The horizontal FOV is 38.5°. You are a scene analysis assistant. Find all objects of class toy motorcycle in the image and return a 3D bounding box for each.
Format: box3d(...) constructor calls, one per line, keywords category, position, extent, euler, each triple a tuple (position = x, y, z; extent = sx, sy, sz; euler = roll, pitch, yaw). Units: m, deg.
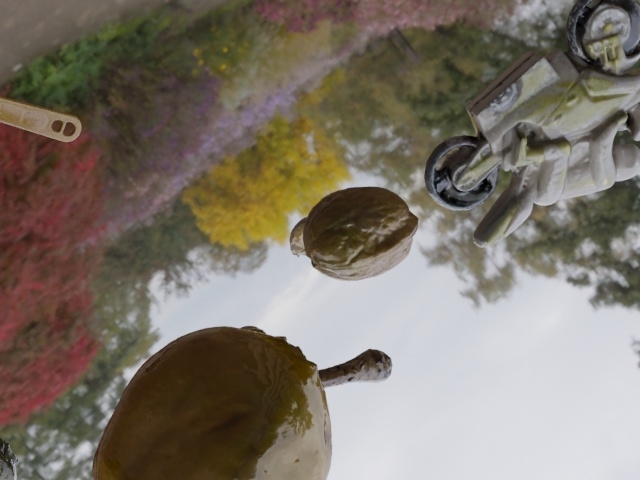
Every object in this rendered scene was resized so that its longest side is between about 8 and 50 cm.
box3d(category="toy motorcycle", position=(0.299, -0.133, 1.148), extent=(0.340, 0.223, 0.108), euler=(-43, -162, 9))

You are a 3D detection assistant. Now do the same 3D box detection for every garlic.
box3d(category="garlic", position=(-0.003, -0.001, 1.647), extent=(0.094, 0.113, 0.074), euler=(-16, -141, 32))

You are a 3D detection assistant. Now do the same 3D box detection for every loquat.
box3d(category="loquat", position=(-0.093, 0.179, 0.773), extent=(0.187, 0.176, 0.234), euler=(23, -109, 44))

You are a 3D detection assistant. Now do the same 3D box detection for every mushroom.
box3d(category="mushroom", position=(-0.013, 0.164, 1.107), extent=(0.217, 0.148, 0.227), euler=(-7, -172, -7))

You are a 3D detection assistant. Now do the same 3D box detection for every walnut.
box3d(category="walnut", position=(0.043, -0.007, 0.958), extent=(0.124, 0.105, 0.105), euler=(-19, -173, -3))

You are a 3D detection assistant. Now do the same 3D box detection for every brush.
box3d(category="brush", position=(-0.438, -0.179, 1.225), extent=(0.013, 0.272, 0.103), euler=(36, -75, 41))

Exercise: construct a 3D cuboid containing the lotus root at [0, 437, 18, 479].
box3d(category="lotus root", position=(-0.495, 0.294, 1.308), extent=(0.078, 0.203, 0.183), euler=(-36, 143, -19))
